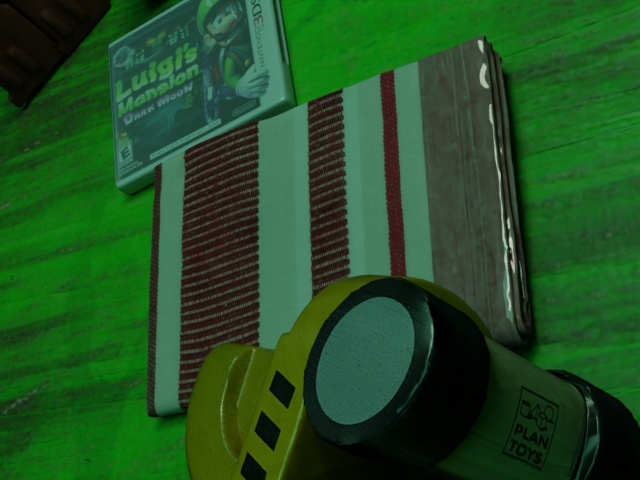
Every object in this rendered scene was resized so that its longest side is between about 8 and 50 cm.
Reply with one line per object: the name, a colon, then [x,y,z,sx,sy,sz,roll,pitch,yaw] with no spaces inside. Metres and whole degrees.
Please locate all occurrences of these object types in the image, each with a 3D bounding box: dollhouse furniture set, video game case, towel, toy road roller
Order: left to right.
dollhouse furniture set: [-0.402,-0.323,1.086,0.152,0.374,0.201,-46,48,3]
video game case: [-0.115,-0.152,1.025,0.190,0.022,0.173,-25,56,24]
towel: [0.000,0.000,0.863,0.329,0.037,0.237,-16,62,31]
toy road roller: [0.018,0.182,0.664,0.240,0.202,0.329,2,68,52]
